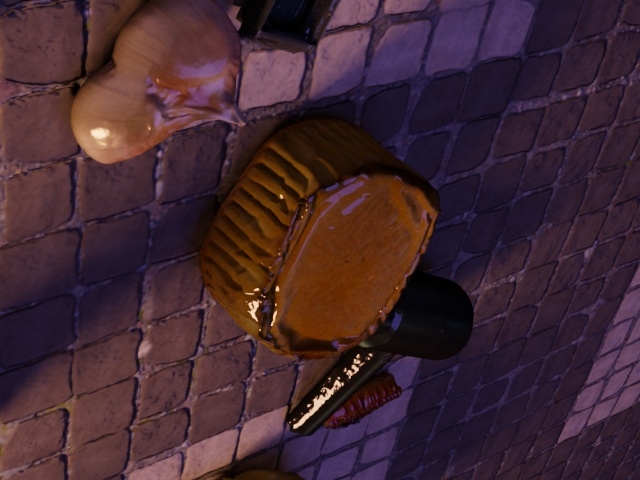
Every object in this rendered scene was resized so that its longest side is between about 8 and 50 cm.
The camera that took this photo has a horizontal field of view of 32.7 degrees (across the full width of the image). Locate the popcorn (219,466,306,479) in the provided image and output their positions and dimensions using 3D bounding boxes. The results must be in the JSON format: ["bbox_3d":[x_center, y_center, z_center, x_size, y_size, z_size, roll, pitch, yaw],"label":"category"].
[{"bbox_3d":[-0.096,0.480,1.519,0.293,0.293,0.334,5,96,-4],"label":"popcorn"}]

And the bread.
[{"bbox_3d":[0.000,0.000,1.183,0.227,0.142,0.253,11,118,-48],"label":"bread"}]

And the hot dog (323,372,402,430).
[{"bbox_3d":[0.059,0.234,1.573,0.144,0.038,0.062,-18,137,-33],"label":"hot dog"}]

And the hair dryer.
[{"bbox_3d":[0.029,0.153,1.420,0.244,0.116,0.302,16,121,-48],"label":"hair dryer"}]

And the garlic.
[{"bbox_3d":[-0.141,-0.134,0.955,0.174,0.099,0.124,-46,130,3],"label":"garlic"}]

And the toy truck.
[{"bbox_3d":[-0.011,-0.258,0.956,0.083,0.092,0.192,6,121,-47],"label":"toy truck"}]
